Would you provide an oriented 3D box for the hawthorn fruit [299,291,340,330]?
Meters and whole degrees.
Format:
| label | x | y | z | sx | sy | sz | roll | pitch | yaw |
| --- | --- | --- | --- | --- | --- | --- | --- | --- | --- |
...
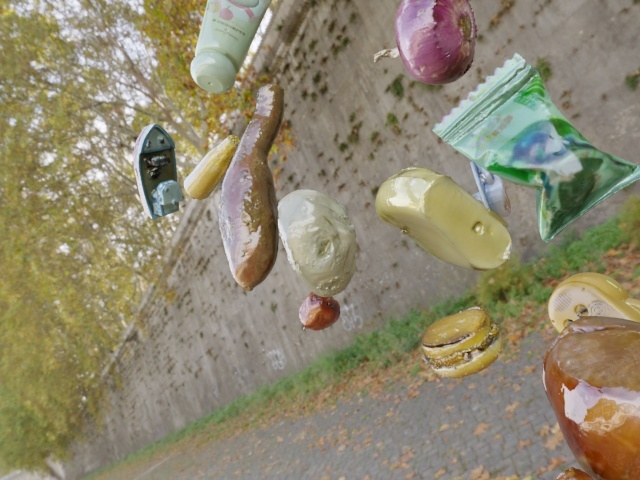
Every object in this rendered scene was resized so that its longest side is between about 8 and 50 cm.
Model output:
| label | x | y | z | sx | sy | sz | roll | pitch | yaw |
| --- | --- | --- | --- | --- | --- | --- | --- | --- | --- |
| hawthorn fruit | -0.004 | 0.304 | 1.943 | 0.179 | 0.173 | 0.173 | -32 | -9 | -19 |

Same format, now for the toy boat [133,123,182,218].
| label | x | y | z | sx | sy | sz | roll | pitch | yaw |
| --- | --- | --- | --- | --- | --- | --- | --- | --- | --- |
| toy boat | -0.557 | -0.240 | 1.576 | 0.133 | 0.332 | 0.145 | 18 | 30 | 36 |

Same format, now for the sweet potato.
| label | x | y | z | sx | sy | sz | roll | pitch | yaw |
| --- | --- | --- | --- | --- | --- | --- | --- | --- | --- |
| sweet potato | -0.119 | -0.098 | 0.792 | 0.109 | 0.385 | 0.109 | 1 | -19 | 0 |

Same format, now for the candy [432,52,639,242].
| label | x | y | z | sx | sy | sz | roll | pitch | yaw |
| --- | --- | --- | --- | --- | --- | --- | --- | --- | --- |
| candy | 0.482 | -0.213 | 1.028 | 0.263 | 0.398 | 0.172 | -41 | -11 | 4 |

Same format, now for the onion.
| label | x | y | z | sx | sy | sz | roll | pitch | yaw |
| --- | --- | --- | --- | --- | --- | --- | --- | --- | --- |
| onion | 0.417 | -0.763 | 1.687 | 0.358 | 0.358 | 0.345 | -28 | 32 | -18 |

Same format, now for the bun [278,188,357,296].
| label | x | y | z | sx | sy | sz | roll | pitch | yaw |
| --- | --- | --- | --- | --- | --- | --- | --- | --- | --- |
| bun | 0.000 | 0.000 | 1.479 | 0.234 | 0.362 | 0.326 | -23 | 9 | -1 |

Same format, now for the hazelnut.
| label | x | y | z | sx | sy | sz | roll | pitch | yaw |
| --- | --- | --- | --- | --- | --- | --- | --- | --- | --- |
| hazelnut | 0.632 | 0.337 | 0.941 | 0.315 | 0.373 | 0.372 | 8 | 5 | 21 |

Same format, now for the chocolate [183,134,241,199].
| label | x | y | z | sx | sy | sz | roll | pitch | yaw |
| --- | --- | --- | --- | --- | --- | --- | --- | --- | --- |
| chocolate | -0.268 | -0.189 | 1.161 | 0.219 | 0.086 | 0.085 | -35 | -10 | 39 |

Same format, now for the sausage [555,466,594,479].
| label | x | y | z | sx | sy | sz | roll | pitch | yaw |
| --- | --- | --- | --- | --- | --- | --- | --- | --- | --- |
| sausage | 0.506 | 0.531 | 0.851 | 0.076 | 0.198 | 0.076 | -18 | -13 | -4 |

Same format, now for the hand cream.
| label | x | y | z | sx | sy | sz | roll | pitch | yaw |
| --- | --- | --- | --- | --- | --- | --- | --- | --- | --- |
| hand cream | -0.193 | -0.457 | 0.969 | 0.147 | 0.306 | 0.093 | 18 | -20 | -17 |

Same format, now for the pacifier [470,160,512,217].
| label | x | y | z | sx | sy | sz | roll | pitch | yaw |
| --- | --- | --- | --- | --- | --- | --- | --- | --- | --- |
| pacifier | 0.476 | -0.121 | 1.425 | 0.207 | 0.227 | 0.279 | -23 | -43 | 20 |

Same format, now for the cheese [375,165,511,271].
| label | x | y | z | sx | sy | sz | roll | pitch | yaw |
| --- | --- | --- | --- | --- | --- | --- | --- | --- | --- |
| cheese | 0.222 | -0.048 | 0.936 | 0.128 | 0.259 | 0.316 | -46 | 16 | -2 |

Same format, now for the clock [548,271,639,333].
| label | x | y | z | sx | sy | sz | roll | pitch | yaw |
| --- | --- | --- | --- | --- | --- | --- | --- | --- | --- |
| clock | 0.875 | 0.249 | 1.421 | 0.200 | 0.317 | 0.244 | -8 | -44 | -43 |

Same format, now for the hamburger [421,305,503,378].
| label | x | y | z | sx | sy | sz | roll | pitch | yaw |
| --- | --- | --- | --- | --- | --- | --- | --- | --- | --- |
| hamburger | 0.341 | 0.239 | 1.074 | 0.191 | 0.118 | 0.181 | -35 | 10 | -37 |
